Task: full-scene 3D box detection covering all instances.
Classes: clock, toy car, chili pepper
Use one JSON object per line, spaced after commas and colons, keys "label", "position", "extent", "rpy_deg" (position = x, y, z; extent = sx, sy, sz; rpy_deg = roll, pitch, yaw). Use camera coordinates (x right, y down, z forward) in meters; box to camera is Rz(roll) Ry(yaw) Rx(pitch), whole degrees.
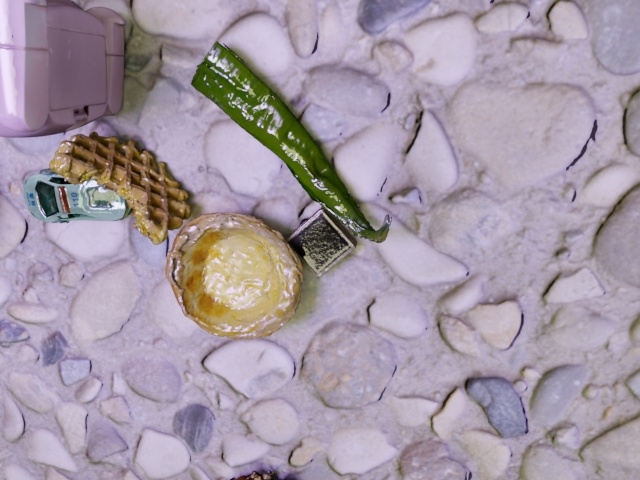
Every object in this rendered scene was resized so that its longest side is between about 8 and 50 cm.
{"label": "clock", "position": [-0.448, -0.240, 0.650], "extent": [0.325, 0.342, 0.184], "rpy_deg": [10, 102, -3]}
{"label": "toy car", "position": [-0.385, -0.066, 0.827], "extent": [0.185, 0.058, 0.094], "rpy_deg": [-1, 108, 9]}
{"label": "chili pepper", "position": [-0.036, -0.131, 0.745], "extent": [0.359, 0.076, 0.085], "rpy_deg": [44, 126, 0]}

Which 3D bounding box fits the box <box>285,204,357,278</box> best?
{"label": "box", "position": [0.000, 0.000, 0.796], "extent": [0.079, 0.035, 0.083], "rpy_deg": [-41, 97, 17]}

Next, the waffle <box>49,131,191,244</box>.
{"label": "waffle", "position": [-0.281, -0.079, 0.762], "extent": [0.194, 0.149, 0.051], "rpy_deg": [45, 124, -6]}

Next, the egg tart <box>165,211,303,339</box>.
{"label": "egg tart", "position": [-0.128, 0.050, 0.803], "extent": [0.212, 0.090, 0.213], "rpy_deg": [3, 109, 8]}

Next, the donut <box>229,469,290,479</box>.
{"label": "donut", "position": [-0.091, 0.490, 0.912], "extent": [0.186, 0.126, 0.144], "rpy_deg": [39, 115, -4]}
